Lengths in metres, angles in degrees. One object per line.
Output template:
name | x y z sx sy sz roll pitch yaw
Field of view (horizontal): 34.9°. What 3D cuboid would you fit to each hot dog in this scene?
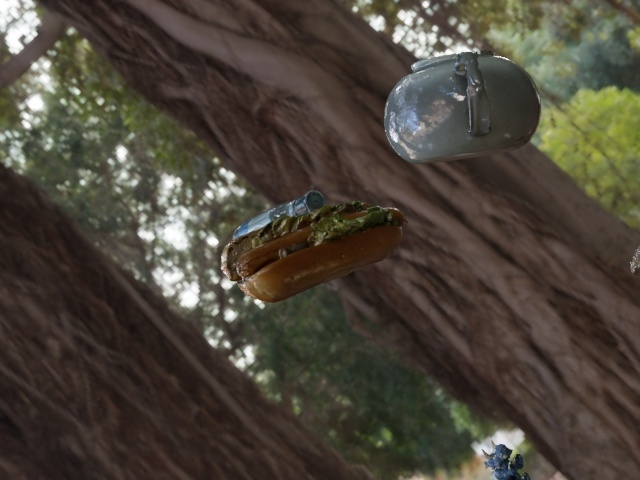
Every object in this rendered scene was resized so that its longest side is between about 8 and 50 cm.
hot dog | 0.000 0.000 1.600 0.337 0.135 0.100 -18 -55 -35

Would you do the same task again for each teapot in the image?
teapot | 0.173 -0.167 1.255 0.193 0.129 0.294 -9 1 0

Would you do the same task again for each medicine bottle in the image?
medicine bottle | -0.068 -0.035 1.749 0.090 0.054 0.208 -23 -2 -40

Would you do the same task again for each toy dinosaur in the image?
toy dinosaur | 0.223 0.283 1.232 0.047 0.083 0.030 -18 7 42

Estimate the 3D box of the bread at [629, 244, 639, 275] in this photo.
bread | 0.465 0.020 1.404 0.109 0.062 0.043 3 -32 -32
